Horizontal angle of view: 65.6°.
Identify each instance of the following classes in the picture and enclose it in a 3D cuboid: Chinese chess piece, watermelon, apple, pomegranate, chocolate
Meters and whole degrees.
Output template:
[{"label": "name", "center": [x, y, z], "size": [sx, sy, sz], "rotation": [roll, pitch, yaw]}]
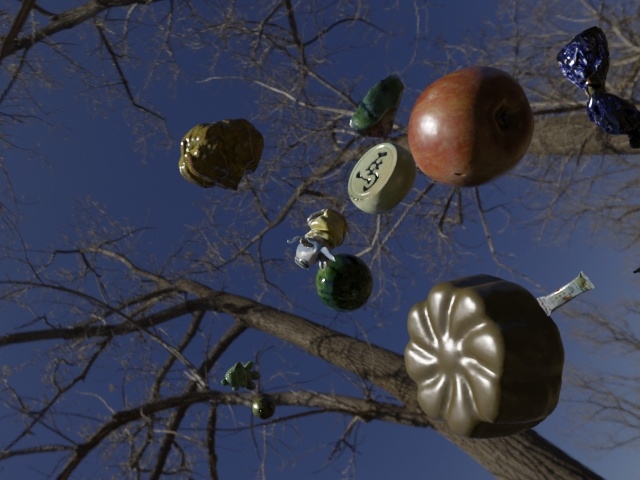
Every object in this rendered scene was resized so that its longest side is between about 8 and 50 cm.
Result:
[{"label": "Chinese chess piece", "center": [0.204, -0.210, 1.677], "size": [0.101, 0.250, 0.250], "rotation": [32, -97, -31]}, {"label": "watermelon", "center": [0.170, -0.328, 1.290], "size": [0.187, 0.071, 0.139], "rotation": [-50, -36, -5]}, {"label": "apple", "center": [0.239, -0.178, 0.791], "size": [0.188, 0.174, 0.188], "rotation": [0, -89, -24]}, {"label": "pomegranate", "center": [-0.170, 0.524, 1.555], "size": [0.084, 0.073, 0.073], "rotation": [-2, -73, -50]}, {"label": "watermelon", "center": [0.081, 0.138, 1.582], "size": [0.188, 0.215, 0.188], "rotation": [-5, -77, -21]}, {"label": "chocolate", "center": [0.721, -0.376, 1.271], "size": [0.148, 0.126, 0.343], "rotation": [2, -114, -42]}]

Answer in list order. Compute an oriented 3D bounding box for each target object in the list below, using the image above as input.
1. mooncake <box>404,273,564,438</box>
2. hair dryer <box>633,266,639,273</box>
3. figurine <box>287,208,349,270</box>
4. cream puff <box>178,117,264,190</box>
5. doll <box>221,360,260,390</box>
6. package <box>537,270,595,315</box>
[{"label": "mooncake", "center": [0.362, 0.266, 1.169], "size": [0.201, 0.378, 0.378], "rotation": [-4, -71, -27]}, {"label": "hair dryer", "center": [0.888, 0.019, 1.206], "size": [0.199, 0.067, 0.167], "rotation": [-24, -13, -11]}, {"label": "figurine", "center": [0.000, 0.000, 1.349], "size": [0.128, 0.208, 0.184], "rotation": [39, -87, -12]}, {"label": "cream puff", "center": [-0.283, -0.245, 1.414], "size": [0.244, 0.244, 0.196], "rotation": [21, -113, -45]}, {"label": "doll", "center": [-0.255, 0.467, 1.679], "size": [0.115, 0.077, 0.150], "rotation": [-57, -38, -1]}, {"label": "package", "center": [0.438, 0.096, 0.889], "size": [0.015, 0.037, 0.110], "rotation": [-11, -28, -37]}]
